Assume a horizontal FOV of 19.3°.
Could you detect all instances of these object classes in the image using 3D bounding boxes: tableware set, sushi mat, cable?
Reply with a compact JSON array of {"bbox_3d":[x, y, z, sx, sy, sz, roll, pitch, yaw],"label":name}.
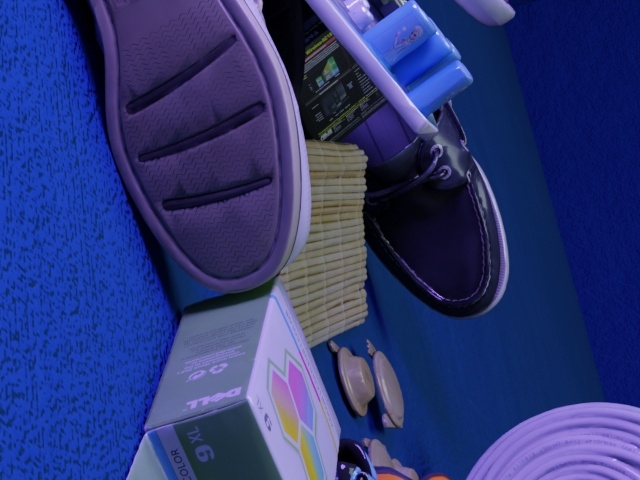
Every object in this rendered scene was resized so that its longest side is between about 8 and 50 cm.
[{"bbox_3d":[0.047,0.152,1.459,0.141,0.020,0.168,41,33,-64],"label":"tableware set"},{"bbox_3d":[0.000,0.000,1.395,0.316,0.019,0.151,-11,101,-78],"label":"sushi mat"},{"bbox_3d":[0.231,0.263,1.558,0.089,0.257,0.257,37,52,-61],"label":"cable"}]

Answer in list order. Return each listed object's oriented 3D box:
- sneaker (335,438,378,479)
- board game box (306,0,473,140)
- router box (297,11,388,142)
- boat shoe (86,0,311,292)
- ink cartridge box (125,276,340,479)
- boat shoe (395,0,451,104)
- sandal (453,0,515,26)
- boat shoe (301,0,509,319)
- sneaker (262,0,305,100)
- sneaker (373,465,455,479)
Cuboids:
[{"bbox_3d":[0.004,0.166,1.084,0.162,0.063,0.073,-78,165,-70],"label":"sneaker"},{"bbox_3d":[-0.045,-0.279,1.260,0.390,0.050,0.390,49,12,-17],"label":"board game box"},{"bbox_3d":[0.014,-0.140,1.525,0.038,0.122,0.092,24,-33,49],"label":"router box"},{"bbox_3d":[-0.074,-0.119,1.086,0.302,0.113,0.103,71,17,2],"label":"boat shoe"},{"bbox_3d":[-0.040,0.114,1.003,0.209,0.062,0.109,-78,148,-67],"label":"ink cartridge box"},{"bbox_3d":[0.068,-0.210,1.936,0.084,0.095,0.258,-85,155,-53],"label":"boat shoe"},{"bbox_3d":[0.023,-0.325,1.276,0.416,0.102,0.169,51,11,-11],"label":"sandal"},{"bbox_3d":[0.059,-0.086,1.624,0.113,0.127,0.340,-10,80,-77],"label":"boat shoe"},{"bbox_3d":[-0.057,-0.194,1.350,0.227,0.087,0.130,67,18,5],"label":"sneaker"},{"bbox_3d":[0.105,0.277,1.269,0.180,0.125,0.321,-87,156,-58],"label":"sneaker"}]
